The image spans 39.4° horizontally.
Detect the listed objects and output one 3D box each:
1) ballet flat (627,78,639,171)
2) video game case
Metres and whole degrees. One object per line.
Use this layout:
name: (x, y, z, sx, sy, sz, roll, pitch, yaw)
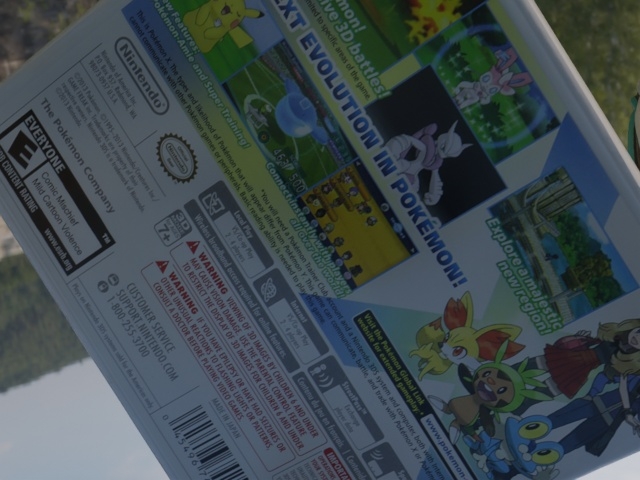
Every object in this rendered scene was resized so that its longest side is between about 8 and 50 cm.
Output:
ballet flat: (0.356, -0.097, 0.819, 0.139, 0.139, 0.400, -14, -164, 24)
video game case: (0.000, 0.000, 0.459, 0.300, 0.329, 0.036, -32, -179, 21)
